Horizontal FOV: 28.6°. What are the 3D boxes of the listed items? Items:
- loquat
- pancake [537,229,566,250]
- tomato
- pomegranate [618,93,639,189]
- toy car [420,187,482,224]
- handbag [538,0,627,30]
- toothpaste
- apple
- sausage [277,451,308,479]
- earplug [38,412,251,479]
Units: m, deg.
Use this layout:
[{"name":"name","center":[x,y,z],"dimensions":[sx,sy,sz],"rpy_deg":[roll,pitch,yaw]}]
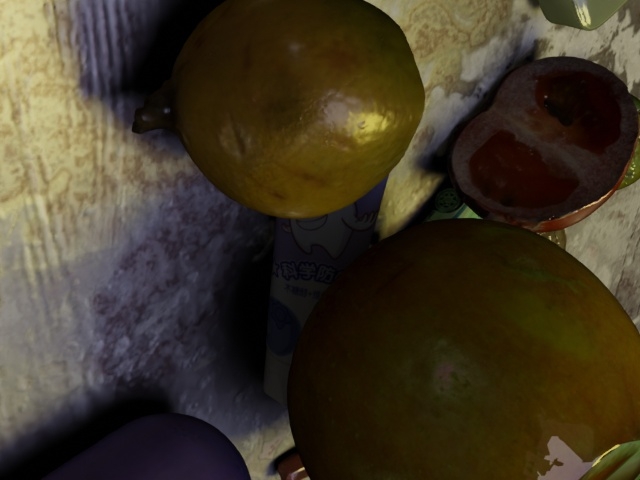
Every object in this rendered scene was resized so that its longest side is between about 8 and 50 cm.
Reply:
[{"name":"loquat","center":[-0.041,-0.122,1.079],"dimensions":[0.246,0.213,0.213],"rpy_deg":[-7,124,-15]},{"name":"pancake","center":[0.274,0.032,1.654],"dimensions":[0.151,0.025,0.152],"rpy_deg":[-28,133,-34]},{"name":"tomato","center":[0.263,-0.088,1.426],"dimensions":[0.228,0.199,0.112],"rpy_deg":[-45,146,-9]},{"name":"pomegranate","center":[0.352,-0.126,1.548],"dimensions":[0.169,0.122,0.143],"rpy_deg":[-25,139,-25]},{"name":"toy car","center":[0.127,0.037,1.459],"dimensions":[0.224,0.076,0.090],"rpy_deg":[-48,139,-12]},{"name":"handbag","center":[0.315,-0.378,1.384],"dimensions":[0.256,0.079,0.219],"rpy_deg":[-41,128,-20]},{"name":"toothpaste","center":[0.000,0.000,1.293],"dimensions":[0.125,0.080,0.371],"rpy_deg":[8,115,-4]},{"name":"apple","center":[0.163,0.168,1.248],"dimensions":[0.374,0.374,0.384],"rpy_deg":[-52,147,-7]},{"name":"sausage","center":[0.014,0.255,1.506],"dimensions":[0.147,0.035,0.030],"rpy_deg":[-18,95,-28]},{"name":"earplug","center":[-0.252,0.328,1.160],"dimensions":[0.456,0.215,0.215],"rpy_deg":[-36,137,-31]}]
